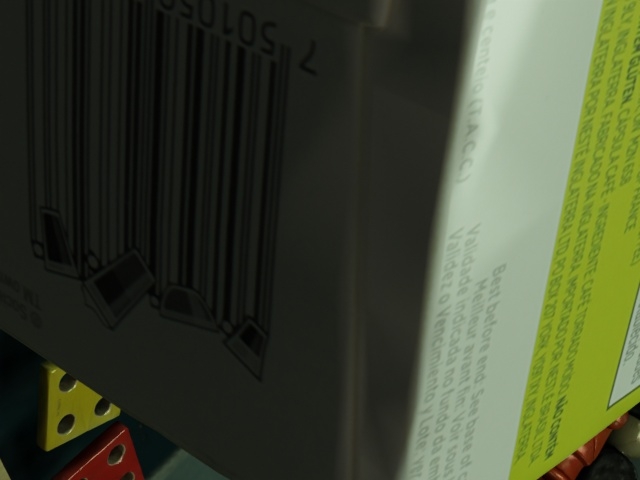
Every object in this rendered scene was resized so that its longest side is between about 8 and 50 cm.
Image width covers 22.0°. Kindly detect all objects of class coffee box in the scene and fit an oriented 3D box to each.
[{"bbox_3d":[0.019,-0.178,0.497,0.334,0.338,0.338,-27,135,-41],"label":"coffee box"}]

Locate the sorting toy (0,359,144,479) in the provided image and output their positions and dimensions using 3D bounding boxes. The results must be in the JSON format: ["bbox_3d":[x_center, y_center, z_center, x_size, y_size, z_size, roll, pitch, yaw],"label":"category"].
[{"bbox_3d":[-0.191,0.142,0.739,0.274,0.046,0.132,-43,144,-25],"label":"sorting toy"}]

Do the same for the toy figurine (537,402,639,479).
[{"bbox_3d":[0.270,0.178,1.261,0.148,0.210,0.213,-55,149,-19],"label":"toy figurine"}]
